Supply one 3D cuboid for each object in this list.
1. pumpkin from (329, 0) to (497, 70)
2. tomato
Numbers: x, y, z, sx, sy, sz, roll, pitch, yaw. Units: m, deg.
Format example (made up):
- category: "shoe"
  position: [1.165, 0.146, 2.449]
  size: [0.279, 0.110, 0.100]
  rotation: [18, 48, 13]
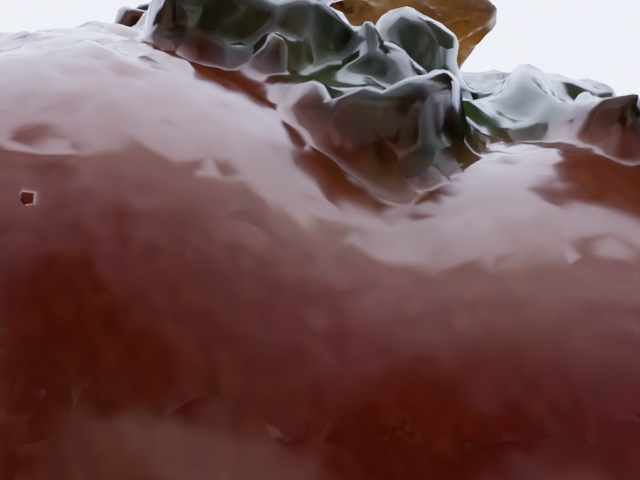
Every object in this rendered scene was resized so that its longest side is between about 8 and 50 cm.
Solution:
- category: "pumpkin"
  position: [-0.015, 0.022, 0.928]
  size: [0.095, 0.290, 0.258]
  rotation: [22, -148, 35]
- category: "tomato"
  position: [-0.010, 0.099, 0.453]
  size: [0.321, 0.321, 0.322]
  rotation: [1, -102, -6]
